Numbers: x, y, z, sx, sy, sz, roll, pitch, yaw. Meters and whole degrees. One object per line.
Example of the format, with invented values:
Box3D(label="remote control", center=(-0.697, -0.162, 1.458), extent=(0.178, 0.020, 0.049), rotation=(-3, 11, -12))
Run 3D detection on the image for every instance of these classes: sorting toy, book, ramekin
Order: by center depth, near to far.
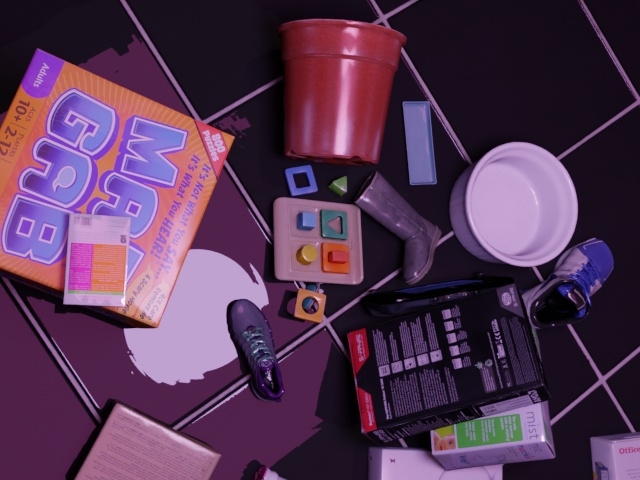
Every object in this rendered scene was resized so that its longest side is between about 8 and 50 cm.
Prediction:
Box3D(label="book", center=(-0.354, 0.032, 1.347), extent=(0.096, 0.035, 0.144), rotation=(5, 83, -14))
Box3D(label="sorting toy", center=(0.000, 0.000, 1.798), extent=(0.196, 0.047, 0.348), rotation=(4, 74, -20))
Box3D(label="ramekin", center=(0.427, -0.075, 1.923), extent=(0.277, 0.135, 0.277), rotation=(2, 84, -18))

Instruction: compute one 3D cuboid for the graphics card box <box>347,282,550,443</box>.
Box3D(label="graphics card box", center=(0.252, 0.250, 1.716), extent=(0.371, 0.094, 0.233), rotation=(-20, 54, 16))

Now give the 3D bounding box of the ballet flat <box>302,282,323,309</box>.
Box3D(label="ballet flat", center=(-0.009, 0.095, 1.821), extent=(0.041, 0.041, 0.114), rotation=(13, 81, -16))

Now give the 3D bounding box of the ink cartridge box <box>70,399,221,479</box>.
Box3D(label="ink cartridge box", center=(-0.343, 0.449, 1.653), extent=(0.234, 0.088, 0.193), rotation=(31, 78, -13))

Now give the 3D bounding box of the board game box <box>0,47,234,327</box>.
Box3D(label="board game box", center=(-0.414, -0.068, 1.543), extent=(0.356, 0.356, 0.356), rotation=(23, 78, -14))

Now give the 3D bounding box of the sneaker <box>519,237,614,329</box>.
Box3D(label="sneaker", center=(0.570, 0.118, 1.924), extent=(0.315, 0.182, 0.127), rotation=(-33, 96, -17))

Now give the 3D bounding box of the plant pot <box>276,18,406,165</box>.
Box3D(label="plant pot", center=(0.034, -0.296, 1.770), extent=(0.272, 0.272, 0.265), rotation=(4, 91, -17))

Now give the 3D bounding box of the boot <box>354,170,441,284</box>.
Box3D(label="boot", center=(0.159, -0.028, 1.842), extent=(0.208, 0.076, 0.190), rotation=(42, 44, -21))

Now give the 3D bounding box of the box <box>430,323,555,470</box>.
Box3D(label="box", center=(0.349, 0.324, 1.763), extent=(0.231, 0.127, 0.262), rotation=(-12, 57, 20))

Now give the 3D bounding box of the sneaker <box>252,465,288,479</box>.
Box3D(label="sneaker", center=(-0.103, 0.592, 1.706), extent=(0.111, 0.103, 0.252), rotation=(19, 80, -13))

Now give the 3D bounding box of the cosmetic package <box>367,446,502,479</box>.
Box3D(label="cosmetic package", center=(0.241, 0.635, 1.804), extent=(0.284, 0.097, 0.377), rotation=(5, 79, -14))

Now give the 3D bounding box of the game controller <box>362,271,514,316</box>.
Box3D(label="game controller", center=(0.255, 0.112, 1.832), extent=(0.319, 0.166, 0.067), rotation=(-9, 83, -18))

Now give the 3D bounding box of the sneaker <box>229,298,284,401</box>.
Box3D(label="sneaker", center=(-0.120, 0.223, 1.740), extent=(0.083, 0.098, 0.224), rotation=(-21, 91, -18))

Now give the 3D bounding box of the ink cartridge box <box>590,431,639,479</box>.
Box3D(label="ink cartridge box", center=(0.724, 0.560, 1.975), extent=(0.154, 0.093, 0.212), rotation=(-2, 87, -18))

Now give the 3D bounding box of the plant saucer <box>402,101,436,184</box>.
Box3D(label="plant saucer", center=(0.224, -0.221, 1.936), extent=(0.067, 0.018, 0.192), rotation=(-3, 85, -18))
